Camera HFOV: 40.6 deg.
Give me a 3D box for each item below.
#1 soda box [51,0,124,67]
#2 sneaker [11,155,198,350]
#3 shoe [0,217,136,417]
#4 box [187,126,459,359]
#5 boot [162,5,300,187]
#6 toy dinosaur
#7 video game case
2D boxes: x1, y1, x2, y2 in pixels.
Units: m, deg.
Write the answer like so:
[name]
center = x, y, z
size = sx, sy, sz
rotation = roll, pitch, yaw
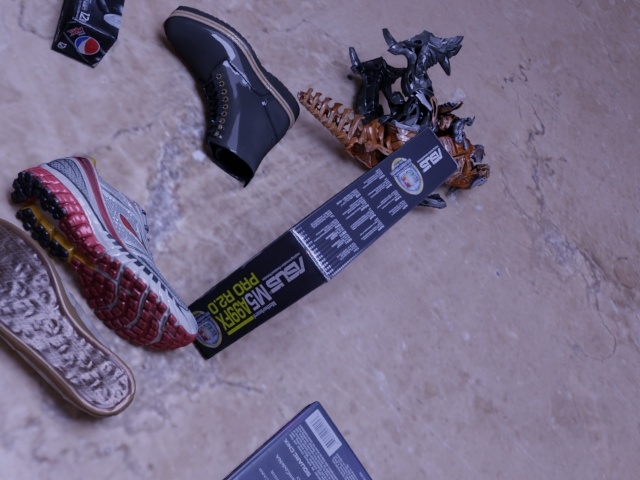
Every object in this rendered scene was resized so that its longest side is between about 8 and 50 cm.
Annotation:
[soda box]
center = -0.252, -0.281, 0.975
size = 0.053, 0.060, 0.169
rotation = 22, 52, -30
[sneaker]
center = -0.190, 0.007, 0.836
size = 0.225, 0.088, 0.093
rotation = 53, 42, -3
[shoe]
center = -0.251, 0.073, 0.774
size = 0.076, 0.058, 0.219
rotation = -38, 88, -26
[box]
center = 0.000, 0.000, 0.910
size = 0.060, 0.216, 0.270
rotation = 53, 43, -2
[boot]
center = -0.122, -0.170, 1.016
size = 0.198, 0.077, 0.137
rotation = 38, 51, -15
[toy dinosaur]
center = 0.116, -0.158, 1.165
size = 0.322, 0.164, 0.218
rotation = 21, 67, -58
[video game case]
center = -0.032, 0.307, 0.836
size = 0.274, 0.026, 0.196
rotation = -33, 89, -45
